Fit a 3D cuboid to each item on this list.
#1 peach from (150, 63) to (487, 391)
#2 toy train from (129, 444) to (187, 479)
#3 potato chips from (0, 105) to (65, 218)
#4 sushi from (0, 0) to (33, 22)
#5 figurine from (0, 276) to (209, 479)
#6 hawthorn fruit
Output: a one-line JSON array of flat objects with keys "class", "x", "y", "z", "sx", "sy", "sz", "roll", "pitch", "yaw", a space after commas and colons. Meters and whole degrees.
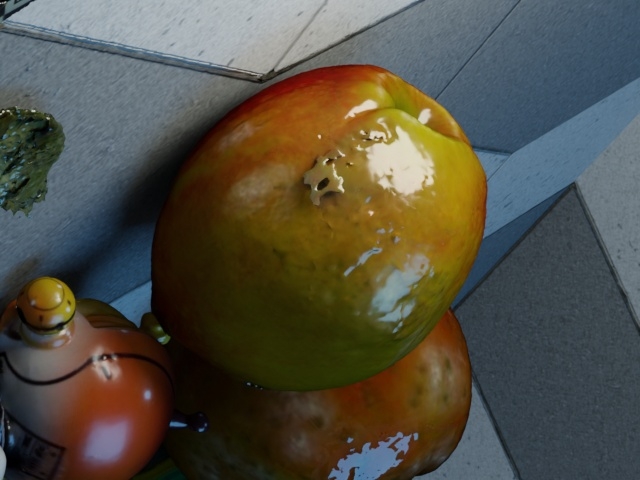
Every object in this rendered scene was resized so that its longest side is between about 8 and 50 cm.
[{"class": "peach", "x": -0.002, "y": -0.002, "z": 1.944, "sx": 0.372, "sy": 0.290, "sz": 0.372, "roll": -40, "pitch": 169, "yaw": -9}, {"class": "toy train", "x": -0.233, "y": 0.360, "z": 2.570, "sx": 0.429, "sy": 0.249, "sz": 0.178, "roll": -25, "pitch": 161, "yaw": -47}, {"class": "potato chips", "x": -0.293, "y": -0.042, "z": 1.561, "sx": 0.220, "sy": 0.029, "sz": 0.202, "roll": -25, "pitch": 157, "yaw": -42}, {"class": "sushi", "x": -0.201, "y": -0.217, "z": 1.289, "sx": 0.139, "sy": 0.031, "sz": 0.201, "roll": -36, "pitch": 169, "yaw": -18}, {"class": "figurine", "x": -0.283, "y": 0.174, "z": 1.963, "sx": 0.323, "sy": 0.196, "sz": 0.320, "roll": -17, "pitch": 146, "yaw": -40}, {"class": "hawthorn fruit", "x": -0.001, "y": 0.196, "z": 2.395, "sx": 0.403, "sy": 0.403, "sz": 0.403, "roll": -37, "pitch": 166, "yaw": -11}]
